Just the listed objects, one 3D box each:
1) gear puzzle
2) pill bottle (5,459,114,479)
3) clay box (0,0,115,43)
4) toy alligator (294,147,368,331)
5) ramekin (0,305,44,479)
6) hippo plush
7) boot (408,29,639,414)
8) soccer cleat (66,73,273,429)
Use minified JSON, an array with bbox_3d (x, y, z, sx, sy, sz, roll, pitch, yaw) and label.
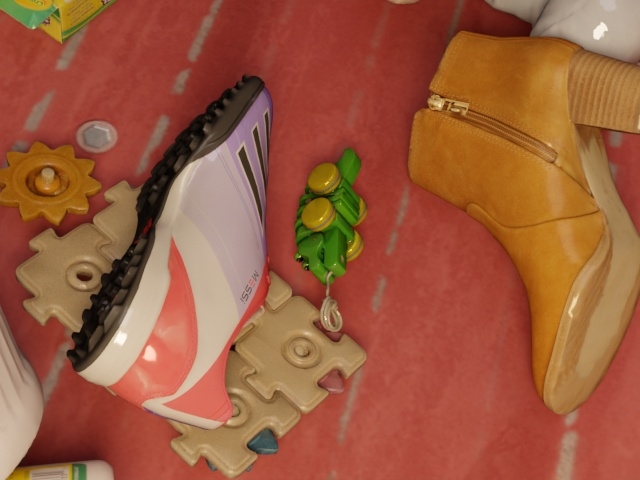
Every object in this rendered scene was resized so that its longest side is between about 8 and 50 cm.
[{"bbox_3d":[-0.140,0.041,0.961,0.339,0.044,0.175,40,53,16],"label":"gear puzzle"},{"bbox_3d":[-0.237,0.209,0.791,0.208,0.118,0.118,-3,58,-11],"label":"pill bottle"},{"bbox_3d":[-0.236,-0.276,1.148,0.127,0.053,0.222,35,60,14],"label":"clay box"},{"bbox_3d":[0.000,0.000,1.003,0.051,0.056,0.190,-17,45,29],"label":"toy alligator"},{"bbox_3d":[-0.328,0.085,0.771,0.277,0.135,0.277,-9,27,4],"label":"ramekin"},{"bbox_3d":[0.189,-0.224,1.115,0.234,0.294,0.237,-31,88,9],"label":"hippo plush"},{"bbox_3d":[0.161,-0.023,1.013,0.211,0.104,0.295,15,92,39],"label":"boot"},{"bbox_3d":[-0.083,0.001,0.928,0.116,0.108,0.318,36,44,-18],"label":"soccer cleat"}]
